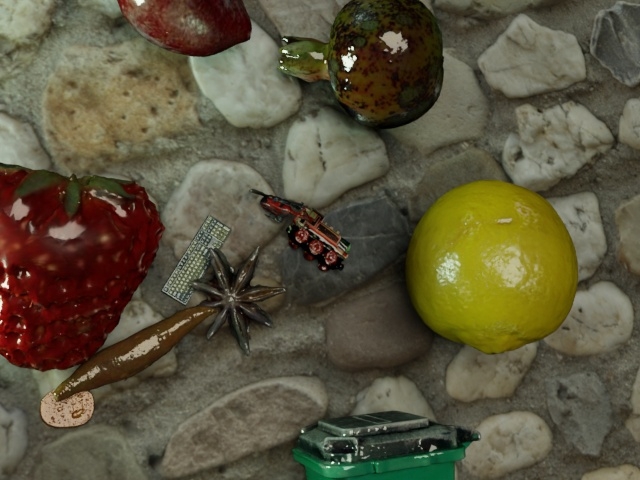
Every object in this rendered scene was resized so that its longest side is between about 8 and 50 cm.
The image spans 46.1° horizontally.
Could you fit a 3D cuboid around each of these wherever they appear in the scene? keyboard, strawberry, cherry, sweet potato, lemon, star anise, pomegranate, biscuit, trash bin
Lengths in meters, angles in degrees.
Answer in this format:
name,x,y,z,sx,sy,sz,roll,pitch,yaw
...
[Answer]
name,x,y,z,sx,sy,sz,roll,pitch,yaw
keyboard,-0.236,0.036,1.439,0.055,0.014,0.176,33,70,-10
strawberry,-0.437,0.056,1.246,0.317,0.295,0.345,6,94,-43
cherry,-0.264,-0.470,1.444,0.300,0.203,0.230,35,33,-17
sweet potato,-0.323,0.201,1.339,0.314,0.066,0.072,-26,118,-15
lemon,0.327,0.047,1.446,0.347,0.348,0.348,4,76,-16
star anise,-0.156,0.103,1.414,0.180,0.061,0.204,-38,90,-1
pomegranate,0.078,-0.364,1.519,0.340,0.285,0.285,2,75,10
biscuit,-0.442,0.288,1.314,0.091,0.015,0.078,5,73,-16
trash bin,0.125,0.503,1.323,0.295,0.259,0.381,-3,85,-18

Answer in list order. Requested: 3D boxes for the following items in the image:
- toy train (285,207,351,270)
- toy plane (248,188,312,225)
name,x,y,z,sx,sy,sz,roll,pitch,yaw
toy train,0.000,0.000,1.500,0.138,0.050,0.087,37,66,-6
toy plane,-0.072,-0.063,1.467,0.145,0.060,0.037,24,63,30
